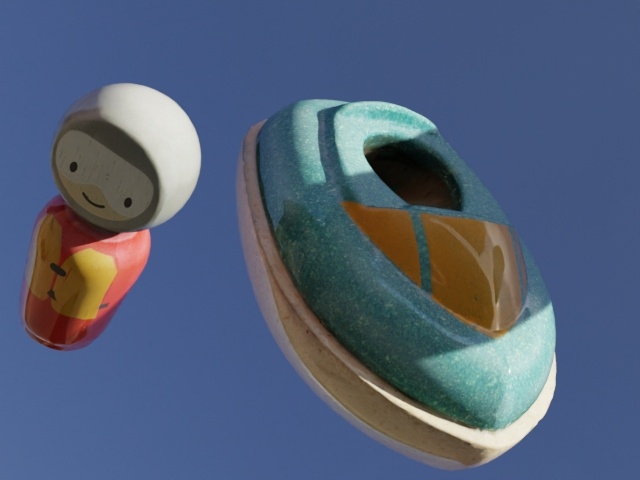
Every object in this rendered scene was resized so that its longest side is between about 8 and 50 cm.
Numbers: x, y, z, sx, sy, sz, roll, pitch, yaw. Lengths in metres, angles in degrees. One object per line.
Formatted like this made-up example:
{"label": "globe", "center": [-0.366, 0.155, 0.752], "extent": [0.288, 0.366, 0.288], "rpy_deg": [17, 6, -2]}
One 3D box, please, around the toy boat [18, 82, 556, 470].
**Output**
{"label": "toy boat", "center": [0.000, 0.000, 0.519], "extent": [0.148, 0.318, 0.267], "rpy_deg": [-59, -138, 34]}
